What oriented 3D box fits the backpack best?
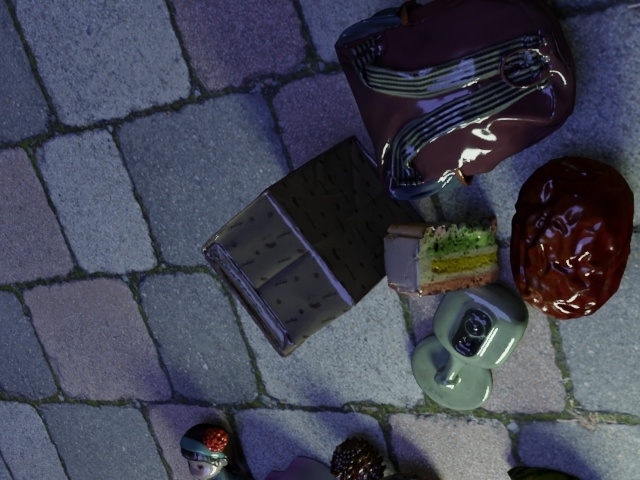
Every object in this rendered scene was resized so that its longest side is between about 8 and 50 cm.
[{"bbox_3d":[0.199,-0.217,1.243,0.317,0.197,0.283,-13,104,35],"label":"backpack"}]

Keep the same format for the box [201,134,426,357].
[{"bbox_3d":[0.000,0.000,1.422,0.190,0.297,0.225,-37,91,36],"label":"box"}]

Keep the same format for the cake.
[{"bbox_3d":[0.190,0.022,1.362,0.090,0.225,0.109,3,97,45],"label":"cake"}]

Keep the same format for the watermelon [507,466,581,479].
[{"bbox_3d":[0.473,0.513,1.531,0.128,0.159,0.303,-39,92,1],"label":"watermelon"}]

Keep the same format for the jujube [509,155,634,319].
[{"bbox_3d":[0.365,-0.003,1.277,0.174,0.174,0.250,13,131,27],"label":"jujube"}]

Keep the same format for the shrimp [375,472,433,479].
[{"bbox_3d":[0.162,0.580,1.739,0.222,0.054,0.290,-11,116,14],"label":"shrimp"}]

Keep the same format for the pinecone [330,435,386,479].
[{"bbox_3d":[0.076,0.440,1.727,0.109,0.102,0.102,16,123,4],"label":"pinecone"}]

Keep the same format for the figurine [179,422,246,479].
[{"bbox_3d":[-0.222,0.515,1.951,0.138,0.110,0.245,-9,113,33],"label":"figurine"}]

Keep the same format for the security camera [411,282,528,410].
[{"bbox_3d":[0.245,0.192,1.508,0.157,0.080,0.301,32,130,14],"label":"security camera"}]

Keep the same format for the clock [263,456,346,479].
[{"bbox_3d":[-0.013,0.639,1.882,0.339,0.102,0.338,14,120,25],"label":"clock"}]
